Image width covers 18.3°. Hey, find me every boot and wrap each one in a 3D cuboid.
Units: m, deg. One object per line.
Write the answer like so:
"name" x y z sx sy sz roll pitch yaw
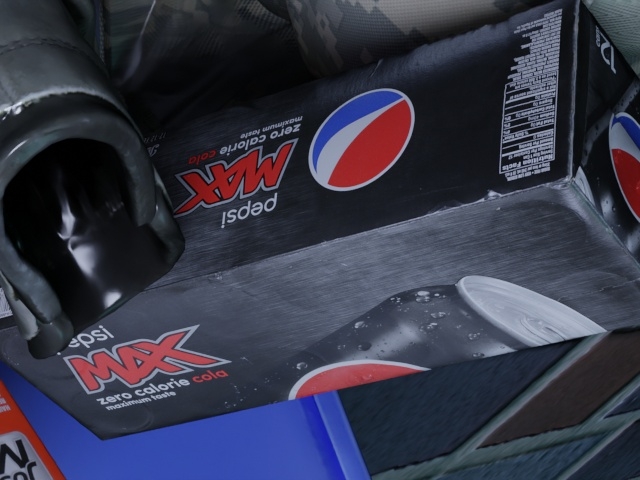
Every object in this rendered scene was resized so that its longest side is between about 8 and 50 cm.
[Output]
"boot" -0.083 -0.074 0.366 0.083 0.161 0.246 -34 161 -6

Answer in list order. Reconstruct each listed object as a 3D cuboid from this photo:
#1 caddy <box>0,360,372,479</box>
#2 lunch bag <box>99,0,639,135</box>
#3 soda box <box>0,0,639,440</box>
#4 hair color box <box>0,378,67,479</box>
"caddy" -0.063 0.158 0.732 0.179 0.341 0.241 -1 144 -32
"lunch bag" 0.087 -0.115 0.568 0.235 0.169 0.287 -20 162 -35
"soda box" 0.000 0.000 0.482 0.169 0.053 0.060 -15 138 31
"hair color box" -0.143 0.034 0.514 0.053 0.167 0.093 -10 150 -52
